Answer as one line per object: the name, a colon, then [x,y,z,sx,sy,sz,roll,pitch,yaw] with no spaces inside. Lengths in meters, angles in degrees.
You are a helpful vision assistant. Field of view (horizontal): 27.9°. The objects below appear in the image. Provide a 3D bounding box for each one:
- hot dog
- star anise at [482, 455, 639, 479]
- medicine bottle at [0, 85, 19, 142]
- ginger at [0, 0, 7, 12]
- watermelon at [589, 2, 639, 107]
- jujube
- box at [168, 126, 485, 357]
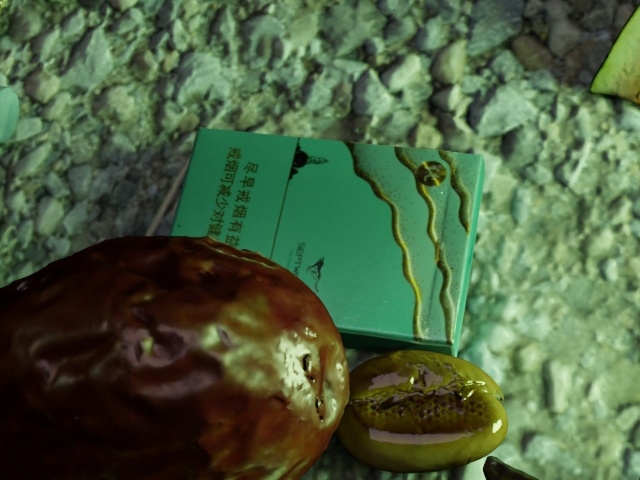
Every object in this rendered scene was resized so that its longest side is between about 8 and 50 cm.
hot dog: [0.059,0.122,0.898,0.140,0.060,0.089,-5,58,-2]
star anise: [0.207,0.249,0.783,0.315,0.108,0.315,-4,59,6]
medicine bottle: [-0.350,-0.119,1.081,0.191,0.051,0.051,11,64,12]
ginger: [-0.193,-0.270,1.134,0.259,0.065,0.149,-13,60,3]
watermelon: [0.376,-0.172,1.000,0.304,0.159,0.128,11,26,12]
jujube: [-0.124,0.095,0.863,0.290,0.197,0.197,-4,61,23]
box: [0.001,0.000,0.975,0.229,0.041,0.162,6,64,11]
